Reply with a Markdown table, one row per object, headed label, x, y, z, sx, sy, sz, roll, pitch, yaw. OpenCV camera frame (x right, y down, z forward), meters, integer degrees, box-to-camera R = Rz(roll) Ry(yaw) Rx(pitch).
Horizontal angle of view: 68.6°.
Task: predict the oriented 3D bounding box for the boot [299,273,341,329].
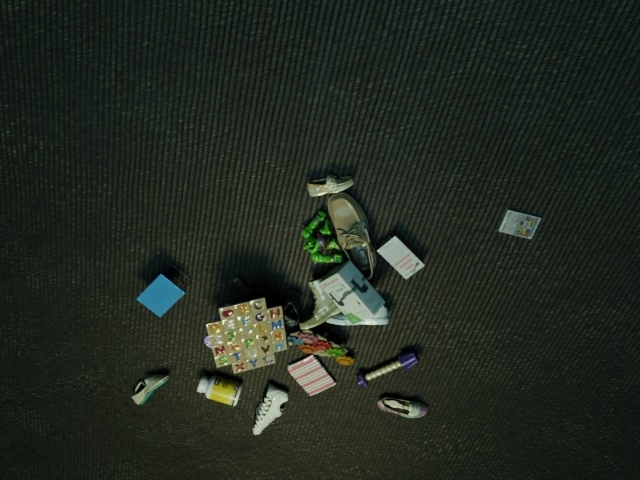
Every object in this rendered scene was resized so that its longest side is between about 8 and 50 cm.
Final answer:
| label | x | y | z | sx | sy | sz | roll | pitch | yaw |
| --- | --- | --- | --- | --- | --- | --- | --- | --- | --- |
| boot | -0.014 | 0.234 | 1.822 | 0.213 | 0.077 | 0.165 | -29 | 97 | -7 |

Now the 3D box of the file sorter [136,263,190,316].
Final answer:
| label | x | y | z | sx | sy | sz | roll | pitch | yaw |
| --- | --- | --- | --- | --- | --- | --- | --- | --- | --- |
| file sorter | -0.623 | 0.195 | 1.881 | 0.118 | 0.104 | 0.170 | 42 | 113 | -15 |

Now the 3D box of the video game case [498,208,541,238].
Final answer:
| label | x | y | z | sx | sy | sz | roll | pitch | yaw |
| --- | --- | --- | --- | --- | --- | --- | --- | --- | --- |
| video game case | 0.712 | -0.058 | 1.680 | 0.122 | 0.011 | 0.087 | 14 | 116 | -1 |

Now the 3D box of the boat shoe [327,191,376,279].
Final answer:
| label | x | y | z | sx | sy | sz | roll | pitch | yaw |
| --- | --- | --- | --- | --- | --- | --- | --- | --- | --- |
| boat shoe | 0.124 | -0.016 | 1.702 | 0.121 | 0.110 | 0.341 | -21 | 113 | 15 |

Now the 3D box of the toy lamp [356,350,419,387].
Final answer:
| label | x | y | z | sx | sy | sz | roll | pitch | yaw |
| --- | --- | --- | --- | --- | --- | --- | --- | --- | --- |
| toy lamp | 0.284 | 0.538 | 1.982 | 0.275 | 0.080 | 0.080 | -28 | 111 | 18 |

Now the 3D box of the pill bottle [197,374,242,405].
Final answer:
| label | x | y | z | sx | sy | sz | roll | pitch | yaw |
| --- | --- | --- | --- | --- | --- | --- | --- | --- | --- |
| pill bottle | -0.450 | 0.665 | 2.098 | 0.184 | 0.103 | 0.103 | 18 | 117 | -4 |

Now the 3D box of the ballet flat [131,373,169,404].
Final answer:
| label | x | y | z | sx | sy | sz | roll | pitch | yaw |
| --- | --- | --- | --- | --- | --- | --- | --- | --- | --- |
| ballet flat | -0.787 | 0.667 | 2.151 | 0.086 | 0.086 | 0.248 | 40 | 114 | -14 |

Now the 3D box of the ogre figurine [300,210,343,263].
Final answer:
| label | x | y | z | sx | sy | sz | roll | pitch | yaw |
| --- | --- | --- | --- | --- | --- | --- | --- | --- | --- |
| ogre figurine | 0.000 | 0.000 | 1.727 | 0.118 | 0.097 | 0.197 | -22 | 109 | 22 |

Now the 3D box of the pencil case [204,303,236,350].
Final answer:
| label | x | y | z | sx | sy | sz | roll | pitch | yaw |
| --- | --- | --- | --- | --- | --- | --- | --- | --- | --- |
| pencil case | -0.391 | 0.343 | 1.879 | 0.086 | 0.206 | 0.088 | 38 | 122 | -15 |

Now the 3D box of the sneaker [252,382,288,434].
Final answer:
| label | x | y | z | sx | sy | sz | roll | pitch | yaw |
| --- | --- | --- | --- | --- | --- | --- | --- | --- | --- |
| sneaker | -0.233 | 0.785 | 2.143 | 0.118 | 0.110 | 0.292 | 17 | 117 | -13 |

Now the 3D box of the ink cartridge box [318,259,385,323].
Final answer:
| label | x | y | z | sx | sy | sz | roll | pitch | yaw |
| --- | --- | --- | --- | --- | --- | --- | --- | --- | --- |
| ink cartridge box | 0.113 | 0.192 | 1.736 | 0.208 | 0.087 | 0.153 | 50 | 145 | -3 |

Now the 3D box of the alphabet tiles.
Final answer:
| label | x | y | z | sx | sy | sz | roll | pitch | yaw |
| --- | --- | --- | --- | --- | --- | --- | --- | --- | --- |
| alphabet tiles | -0.276 | 0.369 | 1.799 | 0.285 | 0.011 | 0.342 | -12 | 123 | -12 |

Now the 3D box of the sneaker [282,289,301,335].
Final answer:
| label | x | y | z | sx | sy | sz | roll | pitch | yaw |
| --- | --- | --- | --- | --- | --- | --- | --- | --- | --- |
| sneaker | -0.124 | 0.324 | 1.886 | 0.087 | 0.130 | 0.227 | 9 | 119 | 3 |

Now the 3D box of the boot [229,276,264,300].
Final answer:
| label | x | y | z | sx | sy | sz | roll | pitch | yaw |
| --- | --- | --- | --- | --- | --- | --- | --- | --- | --- |
| boot | -0.298 | 0.178 | 1.883 | 0.106 | 0.037 | 0.114 | -37 | 103 | 18 |

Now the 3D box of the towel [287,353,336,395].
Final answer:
| label | x | y | z | sx | sy | sz | roll | pitch | yaw |
| --- | --- | --- | --- | --- | --- | --- | --- | --- | --- |
| towel | -0.037 | 0.593 | 2.069 | 0.144 | 0.029 | 0.197 | -28 | 113 | 18 |

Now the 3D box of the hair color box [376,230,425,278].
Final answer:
| label | x | y | z | sx | sy | sz | roll | pitch | yaw |
| --- | --- | --- | --- | --- | --- | --- | --- | --- | --- |
| hair color box | 0.299 | 0.055 | 1.753 | 0.093 | 0.053 | 0.167 | -41 | 105 | 20 |

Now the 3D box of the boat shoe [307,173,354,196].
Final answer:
| label | x | y | z | sx | sy | sz | roll | pitch | yaw |
| --- | --- | --- | --- | --- | --- | --- | --- | --- | --- |
| boat shoe | 0.033 | -0.201 | 1.645 | 0.170 | 0.063 | 0.059 | -14 | 120 | 13 |

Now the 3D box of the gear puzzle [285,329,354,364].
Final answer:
| label | x | y | z | sx | sy | sz | roll | pitch | yaw |
| --- | --- | --- | --- | --- | --- | --- | --- | --- | --- |
| gear puzzle | 0.006 | 0.458 | 1.934 | 0.339 | 0.044 | 0.175 | 34 | 141 | -32 |

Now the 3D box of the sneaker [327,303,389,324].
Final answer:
| label | x | y | z | sx | sy | sz | roll | pitch | yaw |
| --- | --- | --- | --- | --- | --- | --- | --- | --- | --- |
| sneaker | 0.145 | 0.287 | 1.875 | 0.258 | 0.094 | 0.091 | -3 | 88 | 9 |

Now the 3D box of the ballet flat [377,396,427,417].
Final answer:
| label | x | y | z | sx | sy | sz | roll | pitch | yaw |
| --- | --- | --- | --- | --- | --- | --- | --- | --- | --- |
| ballet flat | 0.362 | 0.732 | 2.063 | 0.221 | 0.077 | 0.079 | 10 | 159 | 4 |
